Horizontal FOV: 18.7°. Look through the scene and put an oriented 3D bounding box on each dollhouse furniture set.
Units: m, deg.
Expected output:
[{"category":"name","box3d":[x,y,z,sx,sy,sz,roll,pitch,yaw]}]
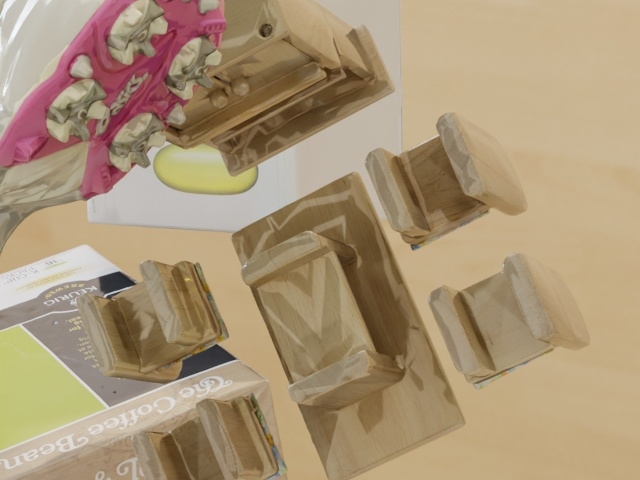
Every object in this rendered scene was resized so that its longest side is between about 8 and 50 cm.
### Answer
[{"category":"dollhouse furniture set","box3d":[0.000,0.000,0.997,0.212,0.161,0.242,-27,75,15]}]

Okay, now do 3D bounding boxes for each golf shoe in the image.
[{"category":"golf shoe","box3d":[-0.178,-0.025,0.759,0.306,0.115,0.140,-46,70,-4]}]

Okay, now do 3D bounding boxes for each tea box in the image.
[{"category":"tea box","box3d":[-0.230,0.192,1.382,0.323,0.329,0.220,31,136,57]}]

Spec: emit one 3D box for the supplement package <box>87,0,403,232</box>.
[{"category":"supplement package","box3d":[-0.060,-0.109,1.495,0.203,0.149,0.194,3,98,34]}]
